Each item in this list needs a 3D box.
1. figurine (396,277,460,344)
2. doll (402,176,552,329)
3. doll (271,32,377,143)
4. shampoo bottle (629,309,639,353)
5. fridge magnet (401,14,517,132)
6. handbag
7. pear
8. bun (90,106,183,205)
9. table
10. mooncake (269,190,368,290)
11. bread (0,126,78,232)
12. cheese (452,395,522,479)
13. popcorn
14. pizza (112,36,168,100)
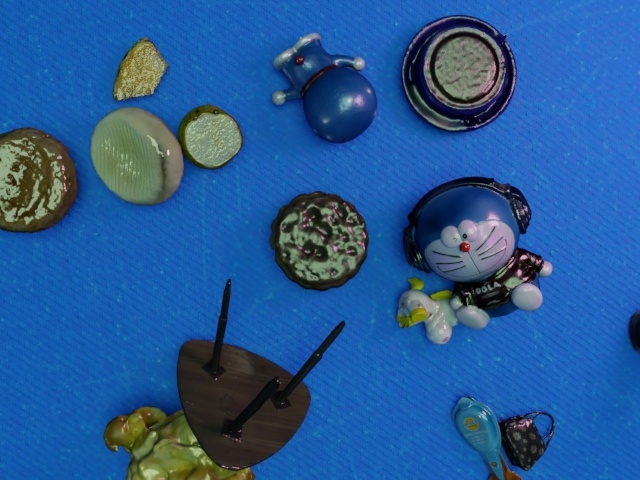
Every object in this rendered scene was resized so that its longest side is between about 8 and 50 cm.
[{"bbox_3d":[0.261,0.163,1.614,0.178,0.109,0.129,25,66,-7],"label":"figurine"},{"bbox_3d":[0.336,0.010,1.550,0.284,0.240,0.310,-31,109,22],"label":"doll"},{"bbox_3d":[0.010,-0.330,1.572,0.215,0.161,0.257,-36,76,9],"label":"doll"},{"bbox_3d":[0.787,0.215,1.522,0.084,0.350,0.125,-2,89,-5],"label":"shampoo bottle"},{"bbox_3d":[0.314,-0.377,1.602,0.265,0.112,0.265,0,90,-3],"label":"fridge magnet"},{"bbox_3d":[0.484,0.449,1.645,0.139,0.072,0.115,-27,90,-17],"label":"handbag"},{"bbox_3d":[-0.244,-0.230,1.564,0.141,0.104,0.141,-5,113,-13],"label":"pear"},{"bbox_3d":[-0.384,-0.185,1.541,0.222,0.127,0.222,8,113,19],"label":"bun"},{"bbox_3d":[-0.118,0.263,1.424,0.317,0.317,0.249,28,124,-4],"label":"table"},{"bbox_3d":[0.000,0.000,1.572,0.228,0.124,0.228,0,89,-4],"label":"mooncake"},{"bbox_3d":[-0.629,-0.122,1.521,0.230,0.123,0.230,0,87,-9],"label":"bread"},{"bbox_3d":[0.381,0.469,1.630,0.106,0.037,0.256,-24,96,36],"label":"cheese"},{"bbox_3d":[-0.301,0.468,1.503,0.332,0.225,0.265,20,103,6],"label":"popcorn"},{"bbox_3d":[-0.400,-0.372,1.582,0.099,0.036,0.160,25,89,-4],"label":"pizza"}]
